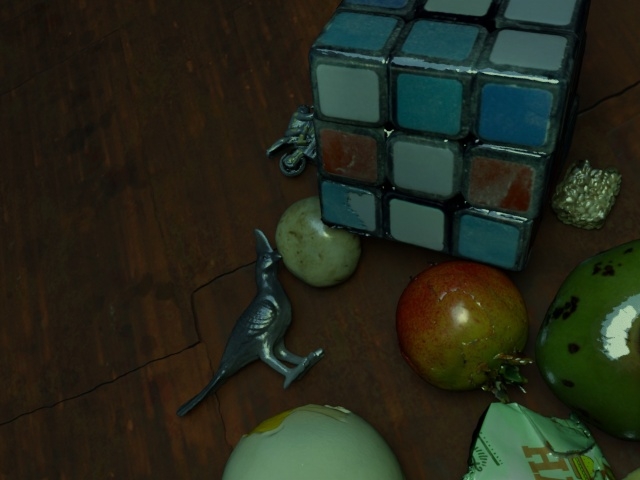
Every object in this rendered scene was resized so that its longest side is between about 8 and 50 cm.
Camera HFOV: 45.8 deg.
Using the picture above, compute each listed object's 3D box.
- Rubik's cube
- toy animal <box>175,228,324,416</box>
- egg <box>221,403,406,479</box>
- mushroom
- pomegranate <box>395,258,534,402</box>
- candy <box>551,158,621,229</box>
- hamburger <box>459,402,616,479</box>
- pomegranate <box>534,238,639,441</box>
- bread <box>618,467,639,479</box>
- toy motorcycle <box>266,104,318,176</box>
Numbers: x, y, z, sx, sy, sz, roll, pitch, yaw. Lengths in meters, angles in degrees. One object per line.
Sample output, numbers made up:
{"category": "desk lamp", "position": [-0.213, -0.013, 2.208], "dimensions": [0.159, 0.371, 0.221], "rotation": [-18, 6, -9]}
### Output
{"category": "Rubik's cube", "position": [0.204, -0.213, 1.157], "dimensions": [0.363, 0.358, 0.362], "rotation": [13, 46, 21]}
{"category": "toy animal", "position": [-0.101, 0.184, 1.344], "dimensions": [0.206, 0.081, 0.367], "rotation": [24, 92, 19]}
{"category": "egg", "position": [-0.009, 0.388, 1.081], "dimensions": [0.283, 0.345, 0.283], "rotation": [0, 97, -1]}
{"category": "mushroom", "position": [0.000, 0.000, 1.354], "dimensions": [0.166, 0.166, 0.127], "rotation": [19, 36, 28]}
{"category": "pomegranate", "position": [0.224, 0.137, 1.159], "dimensions": [0.210, 0.210, 0.235], "rotation": [-44, 55, 0]}
{"category": "candy", "position": [0.435, -0.078, 1.239], "dimensions": [0.095, 0.085, 0.110], "rotation": [20, 87, 18]}
{"category": "hamburger", "position": [0.317, 0.329, 1.078], "dimensions": [0.214, 0.125, 0.235], "rotation": [16, 30, 18]}
{"category": "pomegranate", "position": [0.423, 0.129, 1.017], "dimensions": [0.291, 0.323, 0.290], "rotation": [-7, 77, 33]}
{"category": "bread", "position": [0.442, 0.429, 0.969], "dimensions": [0.168, 0.163, 0.264], "rotation": [-36, 59, 5]}
{"category": "toy motorcycle", "position": [-0.021, -0.214, 1.498], "dimensions": [0.193, 0.061, 0.124], "rotation": [-37, 65, -3]}
